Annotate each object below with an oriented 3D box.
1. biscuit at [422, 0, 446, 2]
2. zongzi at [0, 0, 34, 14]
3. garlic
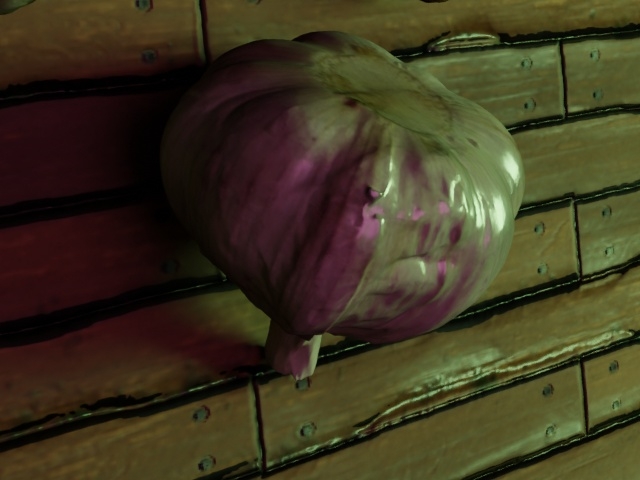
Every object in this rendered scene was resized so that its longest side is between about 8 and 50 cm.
[{"bbox_3d":[0.012,-0.366,0.820,0.395,0.166,0.343,21,76,-39],"label":"biscuit"},{"bbox_3d":[-0.207,-0.244,0.673,0.221,0.112,0.242,30,64,-41],"label":"zongzi"},{"bbox_3d":[0.000,0.000,0.835,0.218,0.218,0.212,-9,132,-41],"label":"garlic"}]
